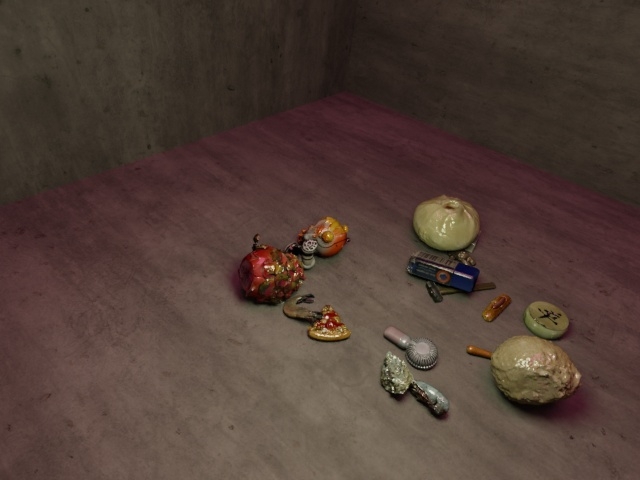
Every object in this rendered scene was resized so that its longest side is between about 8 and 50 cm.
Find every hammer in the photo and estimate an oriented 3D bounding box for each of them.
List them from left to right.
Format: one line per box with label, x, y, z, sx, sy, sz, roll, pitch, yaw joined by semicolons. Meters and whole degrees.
hammer;0.707;0.240;2.000;0.366;0.043;0.111;-3;40;-15

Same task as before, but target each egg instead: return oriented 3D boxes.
egg;0.811;0.494;1.535;0.311;0.279;0.279;3;39;11

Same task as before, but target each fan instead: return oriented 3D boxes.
fan;0.377;0.440;1.691;0.244;0.074;0.130;30;56;32

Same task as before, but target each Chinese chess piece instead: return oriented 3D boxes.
Chinese chess piece;1.043;0.367;1.860;0.189;0.083;0.188;3;39;-2

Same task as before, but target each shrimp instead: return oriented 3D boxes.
shrimp;-0.058;0.297;1.783;0.219;0.046;0.152;8;34;35
shrimp;0.386;0.573;1.532;0.233;0.079;0.090;29;0;38

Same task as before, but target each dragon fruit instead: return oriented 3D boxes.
dragon fruit;-0.211;0.143;1.817;0.291;0.250;0.269;-2;46;-34

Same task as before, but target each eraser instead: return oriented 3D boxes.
eraser;0.607;0.147;1.998;0.332;0.101;0.155;19;24;24

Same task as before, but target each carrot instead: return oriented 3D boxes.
carrot;0.716;0.487;1.706;0.190;0.037;0.037;15;41;8

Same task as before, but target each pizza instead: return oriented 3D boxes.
pizza;0.035;0.348;1.753;0.188;0.062;0.198;1;39;-10

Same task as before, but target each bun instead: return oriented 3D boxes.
bun;0.693;-0.123;2.196;0.365;0.202;0.364;0;43;0

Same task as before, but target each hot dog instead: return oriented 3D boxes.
hot dog;0.841;0.314;1.920;0.216;0.047;0.066;-26;48;-33

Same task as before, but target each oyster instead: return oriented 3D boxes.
oyster;0.286;0.516;1.556;0.125;0.064;0.177;-35;31;-13

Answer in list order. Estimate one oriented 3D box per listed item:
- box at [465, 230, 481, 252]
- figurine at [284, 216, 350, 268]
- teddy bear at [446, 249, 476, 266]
box;0.780;-0.038;2.309;0.243;0.067;0.155;22;45;19
figurine;0.001;0.005;2.049;0.323;0.196;0.320;-34;14;-25
teddy bear;0.754;0.082;2.157;0.119;0.078;0.160;-30;53;-31
